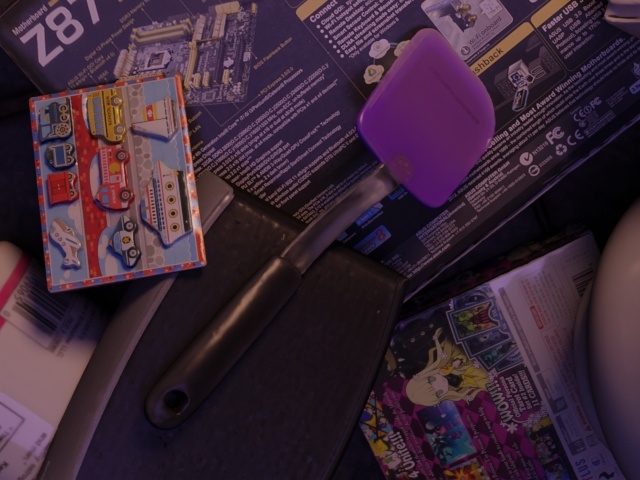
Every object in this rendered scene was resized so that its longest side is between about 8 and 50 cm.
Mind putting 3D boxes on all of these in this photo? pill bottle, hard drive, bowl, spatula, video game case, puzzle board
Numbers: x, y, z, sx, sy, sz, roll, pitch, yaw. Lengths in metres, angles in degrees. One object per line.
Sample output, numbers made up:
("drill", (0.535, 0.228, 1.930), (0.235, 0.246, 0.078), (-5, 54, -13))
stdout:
("pill bottle", (-0.151, 0.143, 0.966), (0.283, 0.160, 0.160), (38, 101, -13))
("hard drive", (-0.059, 0.101, 0.879), (0.172, 0.054, 0.255), (28, 81, -10))
("bowl", (0.263, 0.076, 0.953), (0.134, 0.298, 0.298), (-9, 113, 44))
("spatula", (0.000, 0.000, 0.853), (0.084, 0.030, 0.296), (46, 80, -17))
("video game case", (0.142, 0.130, 1.042), (0.210, 0.042, 0.232), (-26, 106, 3))
("puzzle board", (-0.125, -0.037, 0.863), (0.096, 0.011, 0.128), (-10, 73, 3))

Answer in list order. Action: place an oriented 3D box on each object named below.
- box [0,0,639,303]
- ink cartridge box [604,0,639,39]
("box", (0.036, -0.146, 0.927), (0.395, 0.097, 0.318), (-39, 107, 8))
("ink cartridge box", (0.326, -0.176, 0.856), (0.272, 0.114, 0.198), (19, 87, -32))
